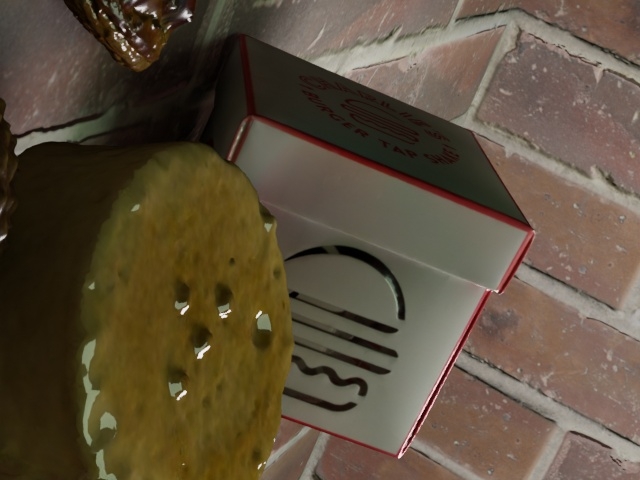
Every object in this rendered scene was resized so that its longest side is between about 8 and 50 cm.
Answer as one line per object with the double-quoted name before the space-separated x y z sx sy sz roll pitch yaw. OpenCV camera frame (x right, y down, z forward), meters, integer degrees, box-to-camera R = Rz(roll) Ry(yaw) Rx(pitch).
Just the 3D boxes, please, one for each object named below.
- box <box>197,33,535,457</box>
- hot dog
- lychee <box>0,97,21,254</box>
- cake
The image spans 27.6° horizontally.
"box" 0.000 0.000 1.407 0.312 0.314 0.300 -104 -142 -67
"hot dog" -0.151 -0.230 1.072 0.160 0.099 0.227 -62 163 -1
"lychee" -0.286 -0.020 0.813 0.238 0.200 0.200 -61 167 -23
"cake" -0.224 0.081 1.048 0.332 0.321 0.332 -1 90 -65
